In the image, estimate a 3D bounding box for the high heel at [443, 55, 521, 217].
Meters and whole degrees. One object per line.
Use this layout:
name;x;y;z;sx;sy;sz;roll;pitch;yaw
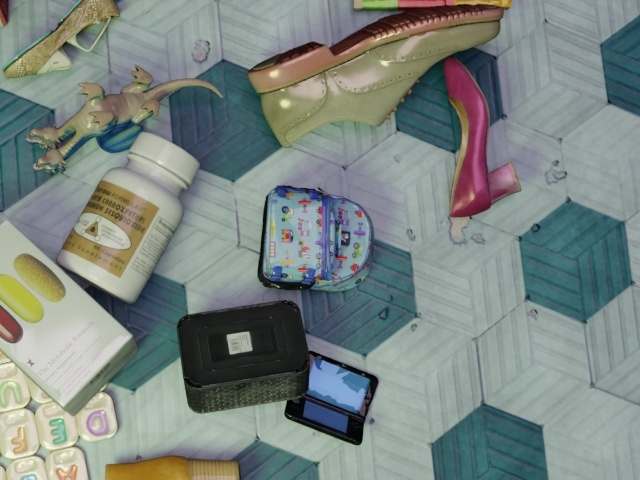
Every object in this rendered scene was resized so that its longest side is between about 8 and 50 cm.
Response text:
high heel;0.212;-0.160;1.692;0.117;0.082;0.244;-23;89;1

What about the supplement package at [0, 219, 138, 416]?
supplement package;-0.394;0.112;1.535;0.244;0.134;0.139;41;75;5

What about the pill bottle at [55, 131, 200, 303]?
pill bottle;-0.273;-0.035;1.585;0.131;0.131;0.229;28;80;-2

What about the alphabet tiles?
alphabet tiles;-0.445;0.246;1.582;0.284;0.021;0.278;-11;83;-8

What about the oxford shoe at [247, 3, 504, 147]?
oxford shoe;0.096;-0.258;1.665;0.397;0.140;0.146;-17;106;2

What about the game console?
game console;0.018;0.232;1.611;0.122;0.107;0.071;21;109;-2

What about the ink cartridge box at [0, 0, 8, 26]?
ink cartridge box;-0.525;-0.489;1.575;0.131;0.226;0.306;-2;81;-8

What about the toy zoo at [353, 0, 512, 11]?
toy zoo;0.197;-0.459;1.717;0.293;0.030;0.192;0;91;0

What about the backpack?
backpack;0.000;0.000;1.619;0.173;0.117;0.158;7;82;-8

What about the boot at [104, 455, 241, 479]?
boot;-0.209;0.455;1.547;0.211;0.104;0.295;-6;77;-2

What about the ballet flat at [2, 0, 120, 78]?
ballet flat;-0.384;-0.299;1.645;0.206;0.073;0.067;-44;103;-6

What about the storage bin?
storage bin;-0.111;0.167;1.575;0.180;0.084;0.122;-8;56;-8

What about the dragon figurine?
dragon figurine;-0.300;-0.187;1.626;0.289;0.144;0.085;-24;83;-28
